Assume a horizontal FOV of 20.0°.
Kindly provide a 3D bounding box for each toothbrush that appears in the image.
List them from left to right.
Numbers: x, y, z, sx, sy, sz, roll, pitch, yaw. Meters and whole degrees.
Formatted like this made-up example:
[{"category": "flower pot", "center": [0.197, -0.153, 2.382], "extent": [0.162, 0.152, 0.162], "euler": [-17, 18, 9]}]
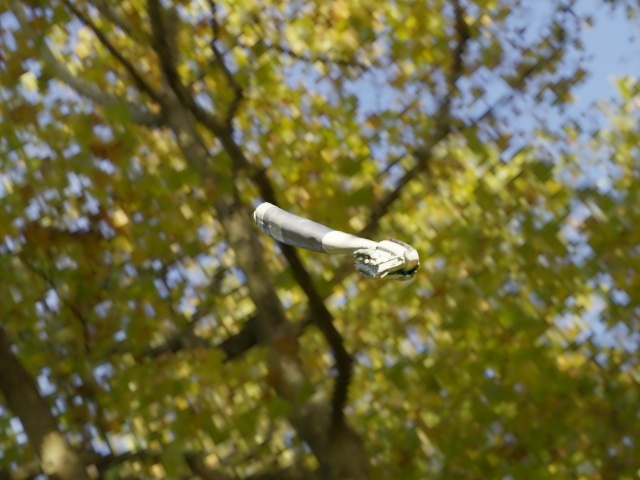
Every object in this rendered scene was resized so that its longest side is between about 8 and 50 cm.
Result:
[{"category": "toothbrush", "center": [0.000, 0.000, 1.087], "extent": [0.026, 0.288, 0.024], "euler": [-13, -80, -15]}]
